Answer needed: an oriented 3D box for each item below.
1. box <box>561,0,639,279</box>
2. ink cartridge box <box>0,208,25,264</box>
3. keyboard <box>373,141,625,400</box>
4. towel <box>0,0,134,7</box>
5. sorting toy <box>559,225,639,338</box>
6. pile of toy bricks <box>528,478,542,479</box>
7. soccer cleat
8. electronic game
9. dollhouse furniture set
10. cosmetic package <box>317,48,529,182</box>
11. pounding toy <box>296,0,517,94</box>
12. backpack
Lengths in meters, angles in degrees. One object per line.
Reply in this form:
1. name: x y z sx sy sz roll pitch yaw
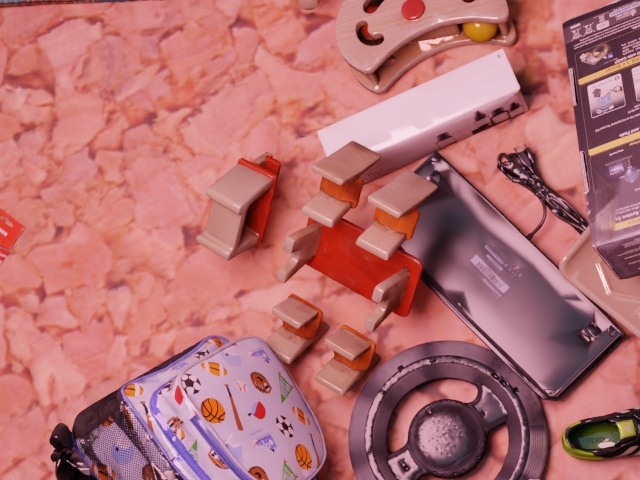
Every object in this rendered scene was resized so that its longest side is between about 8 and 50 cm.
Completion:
1. box: 0.466 -0.162 1.453 0.395 0.097 0.318 -19 52 25
2. ink cartridge box: -0.445 0.012 1.797 0.063 0.029 0.115 34 89 20
3. keyboard: 0.228 0.015 1.607 0.201 0.033 0.317 -44 73 0
4. towel: -0.324 -0.500 1.870 0.271 0.040 0.370 0 78 16
5. sorting toy: 0.403 0.026 1.542 0.208 0.038 0.193 41 84 10
6. pile of toy bricks: 0.320 0.338 1.489 0.212 0.118 0.105 5 118 6
7. soccer cleat: 0.353 0.209 1.510 0.179 0.072 0.060 -14 75 12
8. electronic game: 0.146 0.228 1.576 0.229 0.048 0.229 -2 74 8
9. dollhouse furniture set: 0.000 0.000 1.588 0.259 0.135 0.262 29 126 19
10. cosmetic package: 0.124 -0.141 1.636 0.239 0.099 0.060 -24 73 10
11. pounding toy: 0.092 -0.275 1.643 0.269 0.155 0.154 -1 73 15
12. backpack: -0.114 0.251 1.537 0.213 0.276 0.263 -32 87 35
